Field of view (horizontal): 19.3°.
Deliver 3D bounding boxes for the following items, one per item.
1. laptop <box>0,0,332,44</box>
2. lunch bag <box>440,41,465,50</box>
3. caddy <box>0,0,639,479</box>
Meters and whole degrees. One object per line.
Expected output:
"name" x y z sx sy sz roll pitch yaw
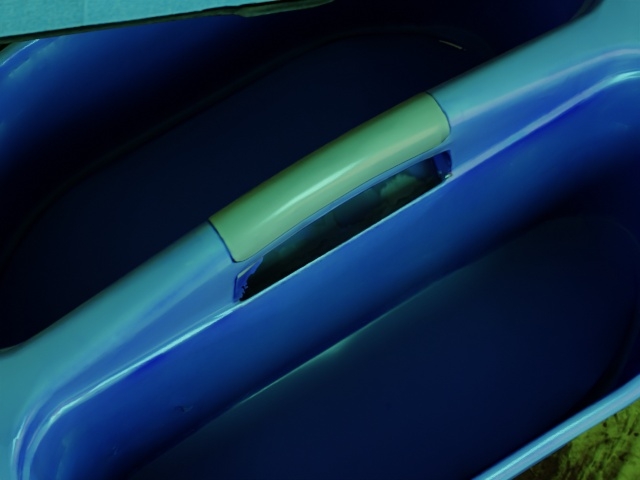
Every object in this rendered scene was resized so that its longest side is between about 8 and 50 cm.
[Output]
"laptop" -0.133 -0.071 0.176 0.382 0.236 0.408 101 8 -49
"lunch bag" 0.078 -0.080 0.945 0.262 0.223 0.160 -60 172 -7
"caddy" 0.000 0.000 0.730 0.341 0.241 0.179 -31 166 -12
